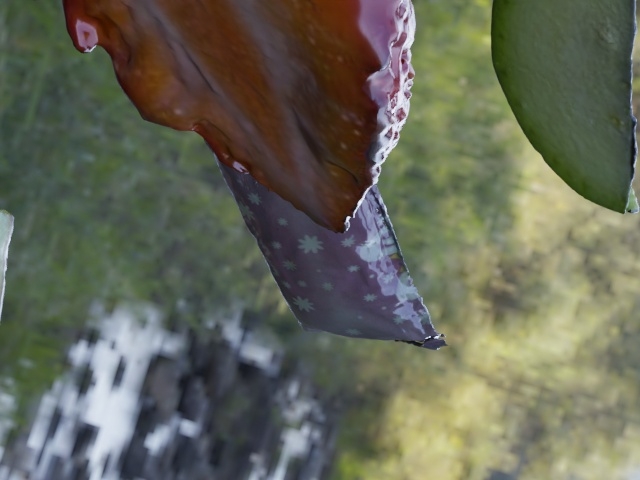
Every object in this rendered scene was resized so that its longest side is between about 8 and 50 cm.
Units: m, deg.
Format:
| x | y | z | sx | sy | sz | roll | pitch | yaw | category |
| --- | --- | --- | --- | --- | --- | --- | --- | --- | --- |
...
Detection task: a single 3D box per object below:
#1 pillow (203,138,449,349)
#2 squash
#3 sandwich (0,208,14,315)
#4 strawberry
| x | y | z | sx | sy | sz | roll | pitch | yaw | category |
| --- | --- | --- | --- | --- | --- | --- | --- | --- | --- |
| 0.000 | 0.000 | 1.077 | 0.043 | 0.118 | 0.185 | -56 | 135 | -30 | pillow |
| 0.142 | -0.132 | 1.095 | 0.184 | 0.085 | 0.192 | -83 | 171 | -54 | squash |
| -0.271 | 0.083 | 1.220 | 0.090 | 0.088 | 0.244 | 38 | 54 | -51 | sandwich |
| -0.020 | -0.083 | 0.550 | 0.082 | 0.146 | 0.187 | -45 | 126 | -24 | strawberry |
